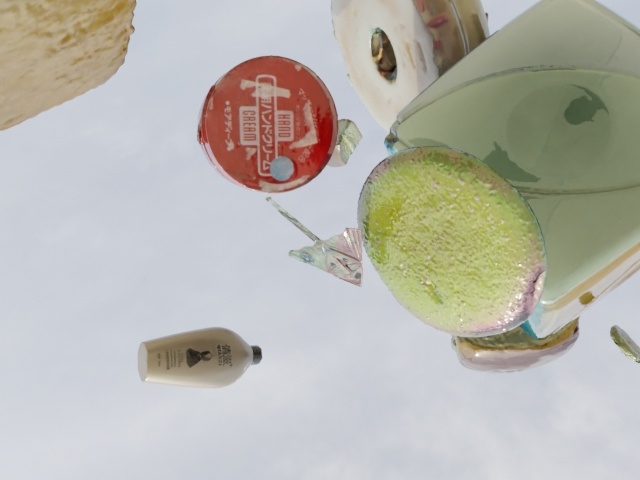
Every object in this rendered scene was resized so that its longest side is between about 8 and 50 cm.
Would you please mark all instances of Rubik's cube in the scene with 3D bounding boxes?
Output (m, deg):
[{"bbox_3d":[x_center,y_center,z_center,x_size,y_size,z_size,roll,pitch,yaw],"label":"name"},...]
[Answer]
[{"bbox_3d":[0.339,-0.092,0.911,0.347,0.352,0.351,-39,-115,5],"label":"Rubik's cube"}]

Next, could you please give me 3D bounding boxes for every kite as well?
[{"bbox_3d":[0.000,0.000,0.696,0.137,0.152,0.005,-19,-149,50],"label":"kite"}]

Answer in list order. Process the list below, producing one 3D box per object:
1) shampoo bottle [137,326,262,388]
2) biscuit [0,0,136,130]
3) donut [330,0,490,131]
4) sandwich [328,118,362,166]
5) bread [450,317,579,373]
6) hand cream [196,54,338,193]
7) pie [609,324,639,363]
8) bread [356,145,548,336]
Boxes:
[{"bbox_3d":[-0.241,0.244,1.284,0.256,0.078,0.127,2,-108,-33],"label":"shampoo bottle"},{"bbox_3d":[-0.195,-0.156,0.404,0.013,0.232,0.237,39,-135,4],"label":"biscuit"},{"bbox_3d":[0.162,-0.350,1.098,0.142,0.383,0.383,-28,-123,-15],"label":"donut"},{"bbox_3d":[0.033,-0.249,1.605,0.094,0.096,0.258,-63,-158,-5],"label":"sandwich"},{"bbox_3d":[0.380,0.153,1.256,0.250,0.279,0.225,-14,-109,11],"label":"bread"},{"bbox_3d":[-0.092,-0.191,1.047,0.230,0.230,0.149,-33,-165,-7],"label":"hand cream"},{"bbox_3d":[0.553,0.188,1.122,0.020,0.084,0.084,-45,-127,25],"label":"pie"},{"bbox_3d":[0.127,0.009,0.655,0.228,0.228,0.033,31,-134,27],"label":"bread"}]
